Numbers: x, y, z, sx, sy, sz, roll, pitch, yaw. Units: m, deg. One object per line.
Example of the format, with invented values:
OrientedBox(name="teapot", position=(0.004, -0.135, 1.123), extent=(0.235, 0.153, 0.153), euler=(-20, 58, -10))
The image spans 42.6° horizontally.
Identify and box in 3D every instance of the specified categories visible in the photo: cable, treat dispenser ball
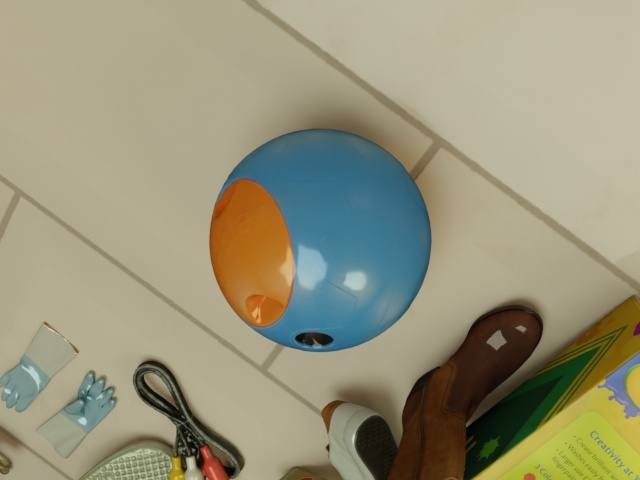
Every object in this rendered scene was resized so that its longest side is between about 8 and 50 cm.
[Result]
OrientedBox(name="cable", position=(-0.228, 0.338, 1.415), extent=(0.140, 0.072, 0.287), euler=(-16, 106, 11))
OrientedBox(name="treat dispenser ball", position=(0.000, 0.000, 1.064), extent=(0.288, 0.288, 0.288), euler=(7, 115, 15))

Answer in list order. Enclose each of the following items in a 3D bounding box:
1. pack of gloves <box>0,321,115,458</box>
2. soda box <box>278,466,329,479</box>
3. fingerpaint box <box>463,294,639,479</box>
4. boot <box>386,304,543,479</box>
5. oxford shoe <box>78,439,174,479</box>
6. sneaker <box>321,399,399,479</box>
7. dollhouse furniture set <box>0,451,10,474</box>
OrientedBox(name="pack of gloves", position=(-0.493, 0.289, 1.498), extent=(0.195, 0.046, 0.232), euler=(42, 119, -4))
OrientedBox(name="soda box", position=(-0.001, 0.430, 1.343), extent=(0.181, 0.058, 0.061), euler=(0, 118, 54))
OrientedBox(name="fingerpaint box", position=(0.440, 0.365, 1.116), extent=(0.371, 0.163, 0.445), euler=(-43, 95, 15))
OrientedBox(name="boot", position=(0.187, 0.229, 1.108), extent=(0.264, 0.280, 0.096), euler=(-38, 98, 29))
OrientedBox(name="oxford shoe", position=(-0.410, 0.536, 1.545), extent=(0.169, 0.130, 0.449), euler=(38, 105, 4))
OrientedBox(name="sneaker", position=(0.084, 0.369, 1.331), extent=(0.123, 0.106, 0.290), euler=(17, 134, 51))
OrientedBox(name="dollhouse furniture set", position=(-0.685, 0.527, 1.583), extent=(0.161, 0.212, 0.242), euler=(38, 146, 1))
